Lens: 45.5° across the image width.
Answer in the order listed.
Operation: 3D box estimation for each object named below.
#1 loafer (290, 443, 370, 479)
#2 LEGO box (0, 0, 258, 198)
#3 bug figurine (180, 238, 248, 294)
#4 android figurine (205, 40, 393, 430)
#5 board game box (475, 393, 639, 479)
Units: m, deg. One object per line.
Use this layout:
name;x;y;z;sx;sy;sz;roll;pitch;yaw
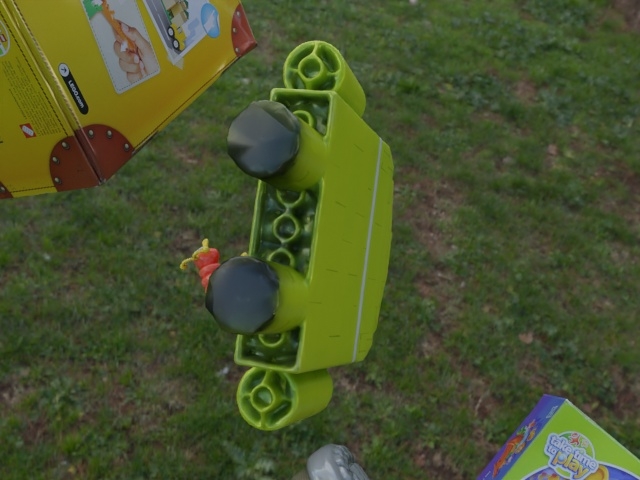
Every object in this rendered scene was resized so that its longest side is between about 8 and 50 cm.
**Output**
loafer;0.010;0.193;0.395;0.087;0.251;0.094;-30;51;-15
LEGO box;-0.304;-0.351;0.807;0.193;0.501;0.372;-4;33;28
bug figurine;-0.072;0.043;1.033;0.072;0.279;0.216;-3;61;-51
android figurine;0.000;0.000;0.524;0.056;0.249;0.273;6;-2;16
board game box;0.253;0.328;0.614;0.347;0.078;0.233;40;86;8
